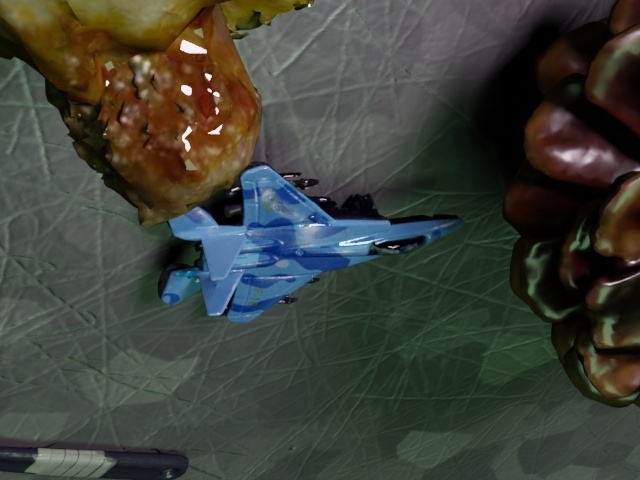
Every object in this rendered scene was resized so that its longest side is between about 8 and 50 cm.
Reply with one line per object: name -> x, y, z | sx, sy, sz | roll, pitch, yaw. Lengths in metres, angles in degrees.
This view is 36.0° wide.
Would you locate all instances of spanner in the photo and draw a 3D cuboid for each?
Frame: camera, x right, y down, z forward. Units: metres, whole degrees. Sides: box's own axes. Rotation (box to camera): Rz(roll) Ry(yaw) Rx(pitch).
spanner -> -0.263, 0.206, 0.911 | 0.316, 0.024, 0.087 | 14, 128, -38

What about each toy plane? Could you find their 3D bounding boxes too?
toy plane -> -0.003, -0.005, 0.773 | 0.246, 0.078, 0.169 | -14, 139, -22

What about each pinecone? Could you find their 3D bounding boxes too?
pinecone -> 0.317, -0.015, 0.653 | 0.398, 0.397, 0.397 | -14, 138, -13

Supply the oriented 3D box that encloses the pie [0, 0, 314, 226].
pie -> -0.075, -0.258, 0.319 | 0.395, 0.180, 0.418 | 36, 121, -3
